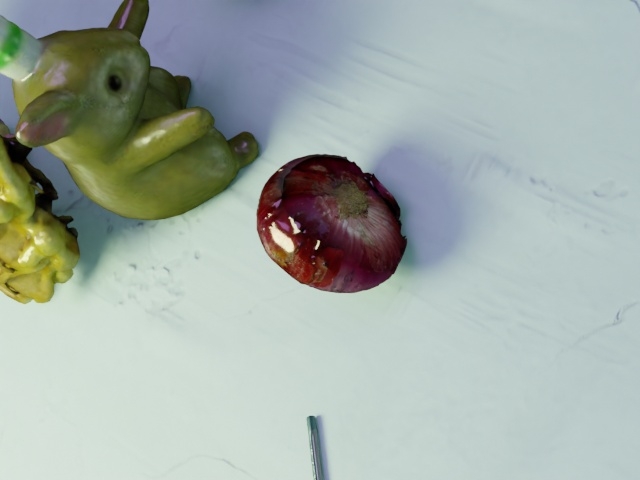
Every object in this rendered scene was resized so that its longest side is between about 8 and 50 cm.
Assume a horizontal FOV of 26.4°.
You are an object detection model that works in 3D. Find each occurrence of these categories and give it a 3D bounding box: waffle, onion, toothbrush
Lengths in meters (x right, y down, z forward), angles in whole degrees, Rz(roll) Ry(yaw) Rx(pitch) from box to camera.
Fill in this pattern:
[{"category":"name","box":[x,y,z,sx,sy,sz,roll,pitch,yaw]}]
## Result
[{"category":"waffle","box":[-0.432,-0.080,1.472,0.382,0.379,0.095,25,64,28]},{"category":"onion","box":[0.000,0.000,1.321,0.140,0.150,0.150,-55,48,46]},{"category":"toothbrush","box":[-0.002,0.249,1.302,0.014,0.011,0.167,-21,66,33]}]

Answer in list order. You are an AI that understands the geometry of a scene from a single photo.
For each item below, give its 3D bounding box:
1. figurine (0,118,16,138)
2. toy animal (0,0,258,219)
[{"category":"figurine","box":[-0.442,-0.093,1.656,0.187,0.083,0.083,-27,63,17]},{"category":"toy animal","box":[-0.211,-0.144,1.358,0.180,0.363,0.181,-38,62,1]}]
